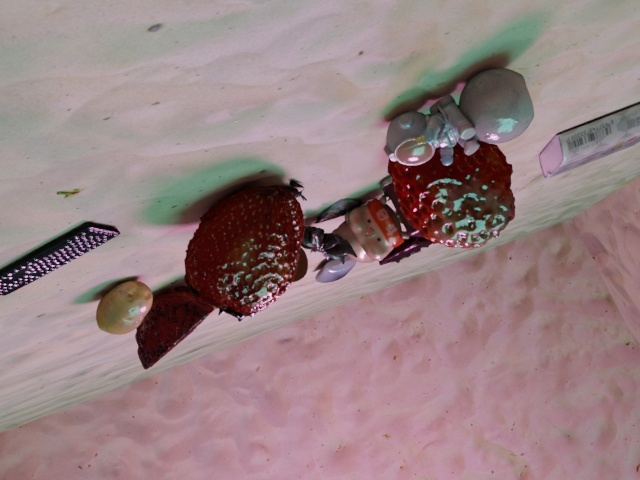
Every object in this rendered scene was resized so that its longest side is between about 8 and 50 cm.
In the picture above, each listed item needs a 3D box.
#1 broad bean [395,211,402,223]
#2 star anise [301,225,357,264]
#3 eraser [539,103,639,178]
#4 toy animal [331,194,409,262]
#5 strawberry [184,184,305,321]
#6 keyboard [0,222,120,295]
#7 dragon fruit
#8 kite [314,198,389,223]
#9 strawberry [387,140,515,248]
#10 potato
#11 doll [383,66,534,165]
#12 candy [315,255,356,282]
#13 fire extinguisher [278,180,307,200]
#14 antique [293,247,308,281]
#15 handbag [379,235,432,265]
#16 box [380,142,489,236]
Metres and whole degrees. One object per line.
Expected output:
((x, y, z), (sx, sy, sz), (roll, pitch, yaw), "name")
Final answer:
((0.270, -0.087, 1.970), (0.061, 0.046, 0.195), (-16, 164, -14), "broad bean")
((0.000, 0.000, 1.694), (0.205, 0.061, 0.181), (9, 161, 46), "star anise")
((0.900, -0.326, 1.950), (0.397, 0.082, 0.213), (-21, 168, -4), "eraser")
((0.141, -0.022, 1.716), (0.171, 0.171, 0.198), (-12, 163, -39), "toy animal")
((-0.155, 0.007, 1.306), (0.239, 0.250, 0.288), (15, 132, -10), "strawberry")
((-0.540, 0.042, 1.218), (0.310, 0.018, 0.101), (-26, 166, 15), "keyboard")
((-0.435, 0.219, 1.877), (0.317, 0.152, 0.205), (-42, 179, 21), "dragon fruit")
((0.098, -0.090, 1.744), (0.245, 0.015, 0.141), (-11, 164, -39), "kite")
((0.288, -0.107, 1.386), (0.265, 0.149, 0.336), (-35, 125, 29), "strawberry")
((-0.506, 0.172, 1.607), (0.178, 0.118, 0.109), (-45, -167, 28), "potato")
((0.256, -0.229, 1.198), (0.287, 0.150, 0.151), (-19, 168, 16), "doll")
((0.060, 0.110, 2.361), (0.138, 0.071, 0.174), (-18, 166, -19), "candy")
((-0.061, -0.114, 1.375), (0.100, 0.032, 0.046), (-1, 121, -57), "fire extinguisher")
((-0.146, 0.055, 1.708), (0.144, 0.121, 0.257), (2, 178, 20), "antique")
((0.339, 0.025, 2.478), (0.203, 0.073, 0.216), (-30, 167, 32), "handbag")
((0.326, -0.131, 1.617), (0.294, 0.167, 0.193), (-28, 168, 25), "box")
